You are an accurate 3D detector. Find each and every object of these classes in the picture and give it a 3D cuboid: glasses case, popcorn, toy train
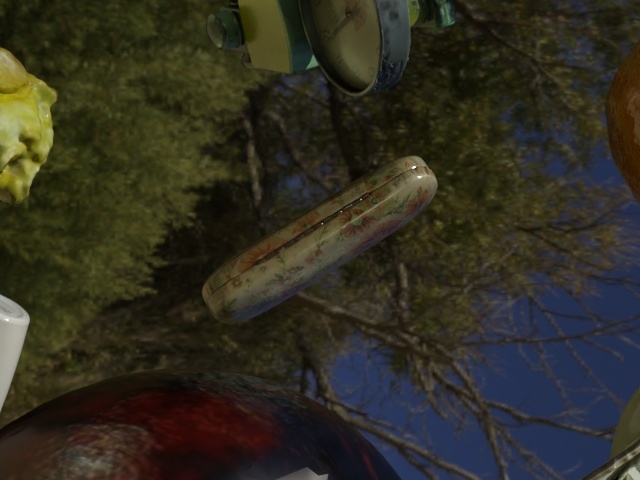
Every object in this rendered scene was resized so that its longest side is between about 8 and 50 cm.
[{"bbox_3d":[0.000,0.000,1.479,0.098,0.425,0.156,58,0,18],"label":"glasses case"},{"bbox_3d":[-0.152,-0.049,0.393,0.083,0.068,0.059,-53,-155,39],"label":"popcorn"},{"bbox_3d":[0.026,-0.370,1.443,0.253,0.397,0.160,24,-49,56],"label":"toy train"}]

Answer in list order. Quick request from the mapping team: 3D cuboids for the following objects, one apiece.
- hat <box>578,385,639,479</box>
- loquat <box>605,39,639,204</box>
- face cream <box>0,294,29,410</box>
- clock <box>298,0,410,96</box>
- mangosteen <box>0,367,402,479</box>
[{"bbox_3d":[0.429,0.319,1.232,0.168,0.302,0.257,-137,-156,-68],"label":"hat"},{"bbox_3d":[0.298,-0.082,0.647,0.187,0.176,0.234,-62,-154,18],"label":"loquat"},{"bbox_3d":[-0.238,0.117,0.555,0.072,0.051,0.182,30,-85,15],"label":"face cream"},{"bbox_3d":[0.038,-0.300,1.184,0.226,0.049,0.226,47,-32,42],"label":"clock"},{"bbox_3d":[-0.057,0.208,0.421,0.311,0.311,0.311,1,-89,56],"label":"mangosteen"}]
